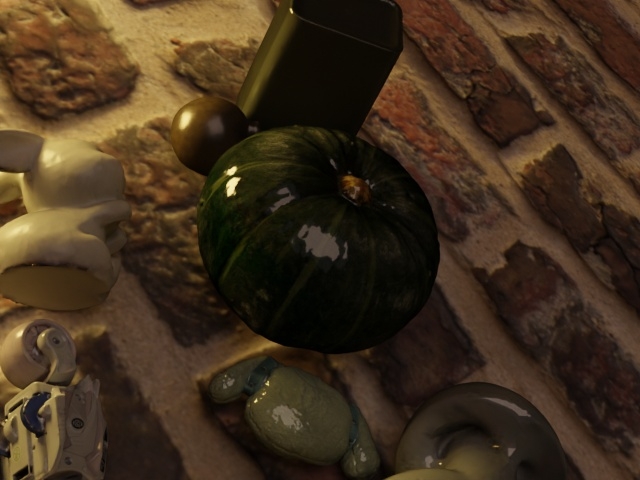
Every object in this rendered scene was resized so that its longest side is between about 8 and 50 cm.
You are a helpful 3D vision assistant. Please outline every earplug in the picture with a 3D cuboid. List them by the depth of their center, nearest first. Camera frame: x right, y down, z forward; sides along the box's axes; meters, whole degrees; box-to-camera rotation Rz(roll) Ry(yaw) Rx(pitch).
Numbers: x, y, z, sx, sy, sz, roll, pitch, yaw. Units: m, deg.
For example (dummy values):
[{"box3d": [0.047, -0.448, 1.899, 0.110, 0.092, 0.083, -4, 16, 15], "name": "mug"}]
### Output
[{"box3d": [0.138, 0.295, 0.819, 0.214, 0.175, 0.325, 38, 60, -3], "name": "earplug"}]

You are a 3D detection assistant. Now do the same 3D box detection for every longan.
[{"box3d": [-0.135, -0.134, 1.009, 0.119, 0.106, 0.106, -2, 58, -6], "name": "longan"}]

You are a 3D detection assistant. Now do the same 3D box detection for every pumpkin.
[{"box3d": [0.000, 0.000, 0.922, 0.300, 0.207, 0.300, 17, 39, -15], "name": "pumpkin"}]

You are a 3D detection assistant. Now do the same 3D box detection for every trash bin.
[{"box3d": [-0.010, -0.220, 1.037, 0.164, 0.240, 0.122, 15, 52, -14], "name": "trash bin"}]

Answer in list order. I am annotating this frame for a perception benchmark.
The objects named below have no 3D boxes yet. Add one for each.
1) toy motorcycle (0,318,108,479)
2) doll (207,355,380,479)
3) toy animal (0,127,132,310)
[{"box3d": [-0.253, 0.195, 0.750, 0.112, 0.112, 0.254, -3, 58, -26], "name": "toy motorcycle"}, {"box3d": [-0.022, 0.194, 0.860, 0.214, 0.071, 0.103, 29, 52, -9], "name": "doll"}, {"box3d": [-0.299, -0.024, 0.847, 0.178, 0.127, 0.193, -1, 62, -23], "name": "toy animal"}]
